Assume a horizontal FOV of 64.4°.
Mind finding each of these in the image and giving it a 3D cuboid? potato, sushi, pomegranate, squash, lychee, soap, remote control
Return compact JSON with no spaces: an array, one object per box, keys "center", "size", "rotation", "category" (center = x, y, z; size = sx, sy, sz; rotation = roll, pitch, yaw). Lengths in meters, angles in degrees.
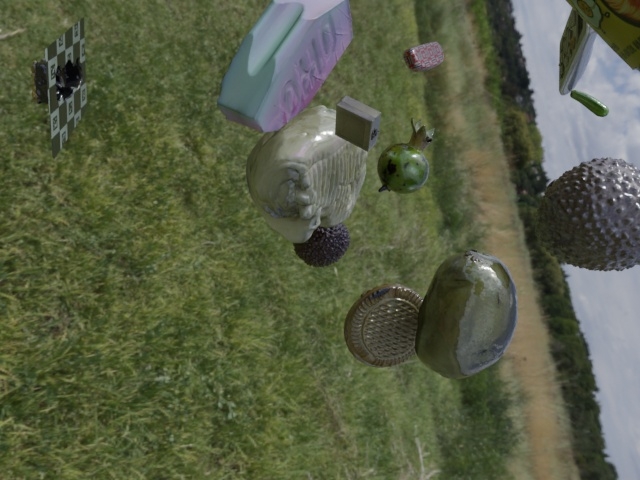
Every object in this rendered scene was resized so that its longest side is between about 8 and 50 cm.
[{"center":[0.368,0.189,1.269],"size":[0.243,0.221,0.326],"rotation":[22,92,-28],"category":"potato"},{"center":[-0.474,-0.280,0.905],"size":[0.215,0.050,0.192],"rotation":[-98,-160,-53],"category":"sushi"},{"center":[0.235,-0.233,1.415],"size":[0.156,0.156,0.220],"rotation":[-57,156,-65],"category":"pomegranate"},{"center":[0.569,-0.292,1.073],"size":[0.089,0.027,0.027],"rotation":[42,15,13],"category":"squash"},{"center":[0.000,0.000,1.583],"size":[0.188,0.188,0.188],"rotation":[-15,90,-71],"category":"lychee"},{"center":[-0.066,-0.355,1.007],"size":[0.324,0.109,0.193],"rotation":[-57,162,-11],"category":"soap"},{"center":[0.667,-0.052,1.220],"size":[0.300,0.300,0.300],"rotation":[-15,90,-71],"category":"lychee"},{"center":[0.496,-0.378,0.963],"size":[0.313,0.055,0.109],"rotation":[13,79,-72],"category":"remote control"}]

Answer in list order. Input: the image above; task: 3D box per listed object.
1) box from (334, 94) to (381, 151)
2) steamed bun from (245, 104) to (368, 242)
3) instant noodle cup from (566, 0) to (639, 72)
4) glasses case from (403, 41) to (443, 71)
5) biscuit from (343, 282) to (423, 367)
[{"center":[0.070,-0.217,0.947],"size":[0.035,0.083,0.079],"rotation":[-50,161,-27],"category":"box"},{"center":[-0.048,-0.181,1.316],"size":[0.352,0.247,0.339],"rotation":[-44,149,-34],"category":"steamed bun"},{"center":[0.347,-0.334,0.474],"size":[0.254,0.325,0.325],"rotation":[58,19,4],"category":"instant noodle cup"},{"center":[0.299,-0.531,1.480],"size":[0.194,0.049,0.073],"rotation":[-33,102,-46],"category":"glasses case"},{"center":[0.186,0.241,1.421],"size":[0.079,0.259,0.259],"rotation":[-128,-164,-73],"category":"biscuit"}]
